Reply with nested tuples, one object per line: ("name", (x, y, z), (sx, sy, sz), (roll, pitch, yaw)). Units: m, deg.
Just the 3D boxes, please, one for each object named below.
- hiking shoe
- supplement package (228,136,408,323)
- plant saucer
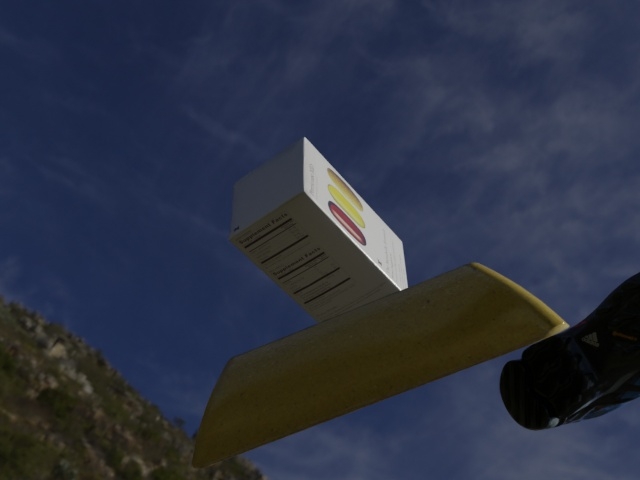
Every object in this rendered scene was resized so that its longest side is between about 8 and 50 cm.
("hiking shoe", (0.338, 0.107, 0.995), (0.304, 0.113, 0.132), (-28, -22, 21))
("supplement package", (0.000, 0.000, 1.327), (0.134, 0.139, 0.244), (-31, -56, 22))
("plant saucer", (0.058, 0.101, 0.904), (0.332, 0.333, 0.081), (-22, -96, 9))
